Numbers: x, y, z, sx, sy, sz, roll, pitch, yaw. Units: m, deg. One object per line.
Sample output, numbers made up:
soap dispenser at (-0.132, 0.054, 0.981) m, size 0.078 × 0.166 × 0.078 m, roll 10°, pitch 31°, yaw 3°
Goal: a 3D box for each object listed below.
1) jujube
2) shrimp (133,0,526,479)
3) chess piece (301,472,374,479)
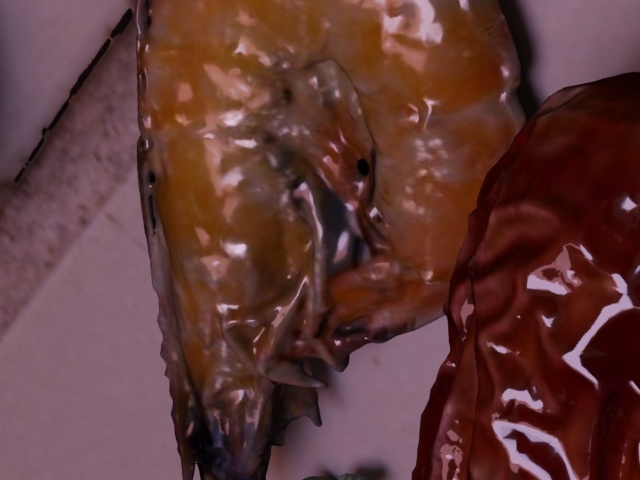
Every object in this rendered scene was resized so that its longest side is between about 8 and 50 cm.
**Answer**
jujube at (0.110, 0.055, 0.651) m, size 0.155 × 0.155 × 0.230 m, roll 20°, pitch 119°, yaw 29°
shrimp at (0.000, 0.000, 0.764) m, size 0.164 × 0.062 × 0.317 m, roll 23°, pitch 126°, yaw 24°
chess piece at (-0.019, 0.142, 0.878) m, size 0.059 × 0.059 × 0.149 m, roll 49°, pitch 129°, yaw 3°
